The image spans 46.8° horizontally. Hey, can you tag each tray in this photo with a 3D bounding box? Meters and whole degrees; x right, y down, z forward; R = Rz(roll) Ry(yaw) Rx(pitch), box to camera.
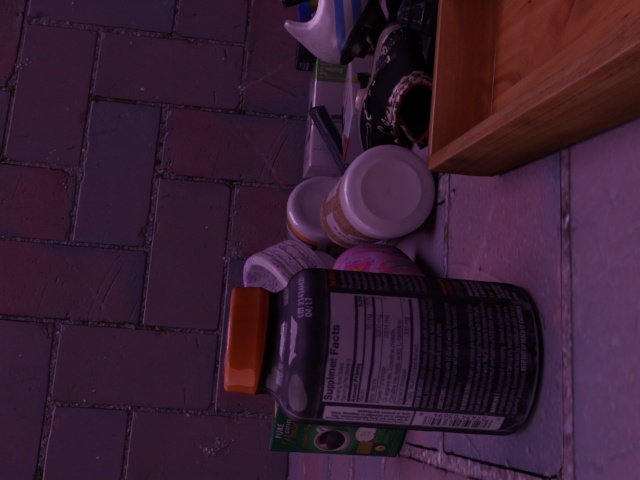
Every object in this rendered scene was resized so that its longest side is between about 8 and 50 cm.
[{"bbox_3d":[0.163,-0.173,0.512,0.411,0.076,0.203,157,118,-83],"label":"tray"}]

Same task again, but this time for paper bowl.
[{"bbox_3d":[-0.022,0.133,1.460,0.284,0.148,0.284,45,148,39],"label":"paper bowl"}]

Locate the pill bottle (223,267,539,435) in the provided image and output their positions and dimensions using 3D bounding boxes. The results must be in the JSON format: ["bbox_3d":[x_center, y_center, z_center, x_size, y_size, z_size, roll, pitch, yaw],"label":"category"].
[{"bbox_3d":[0.043,0.090,0.619,0.130,0.245,0.130,-175,90,-85],"label":"pill bottle"}]

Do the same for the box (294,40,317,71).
[{"bbox_3d":[0.018,-0.522,1.919,0.093,0.158,0.156,152,122,-85],"label":"box"}]

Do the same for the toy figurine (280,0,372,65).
[{"bbox_3d":[0.014,-0.491,1.629,0.191,0.217,0.363,107,168,-66],"label":"toy figurine"}]

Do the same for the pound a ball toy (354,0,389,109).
[{"bbox_3d":[0.073,-0.371,1.325,0.319,0.135,0.208,-94,10,-61],"label":"pound a ball toy"}]

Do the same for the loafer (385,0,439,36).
[{"bbox_3d":[0.127,-0.331,0.999,0.223,0.078,0.076,-91,8,-59],"label":"loafer"}]

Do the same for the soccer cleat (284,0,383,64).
[{"bbox_3d":[0.057,-0.421,1.062,0.331,0.143,0.116,-64,-4,12],"label":"soccer cleat"}]

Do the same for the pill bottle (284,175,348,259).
[{"bbox_3d":[0.000,0.000,1.612,0.278,0.162,0.162,100,173,-58],"label":"pill bottle"}]

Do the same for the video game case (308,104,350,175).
[{"bbox_3d":[0.036,-0.203,1.612,0.196,0.026,0.274,61,-178,-11],"label":"video game case"}]

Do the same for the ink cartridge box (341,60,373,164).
[{"bbox_3d":[0.084,-0.250,1.435,0.127,0.072,0.175,100,172,-49],"label":"ink cartridge box"}]

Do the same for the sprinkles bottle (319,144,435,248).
[{"bbox_3d":[0.074,-0.054,1.111,0.355,0.121,0.121,148,127,-84],"label":"sprinkles bottle"}]

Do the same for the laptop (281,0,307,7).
[{"bbox_3d":[0.046,-0.488,1.289,0.136,0.234,0.264,60,-163,-58],"label":"laptop"}]

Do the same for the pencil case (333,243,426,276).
[{"bbox_3d":[0.083,0.082,0.929,0.284,0.124,0.124,-114,29,-79],"label":"pencil case"}]

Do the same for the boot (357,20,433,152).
[{"bbox_3d":[0.109,-0.167,1.045,0.179,0.085,0.236,-97,11,-52],"label":"boot"}]

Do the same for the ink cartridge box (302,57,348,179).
[{"bbox_3d":[0.026,-0.297,1.864,0.198,0.114,0.273,143,132,-83],"label":"ink cartridge box"}]

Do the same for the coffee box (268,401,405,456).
[{"bbox_3d":[0.025,0.248,1.012,0.040,0.184,0.113,-92,9,-47],"label":"coffee box"}]
